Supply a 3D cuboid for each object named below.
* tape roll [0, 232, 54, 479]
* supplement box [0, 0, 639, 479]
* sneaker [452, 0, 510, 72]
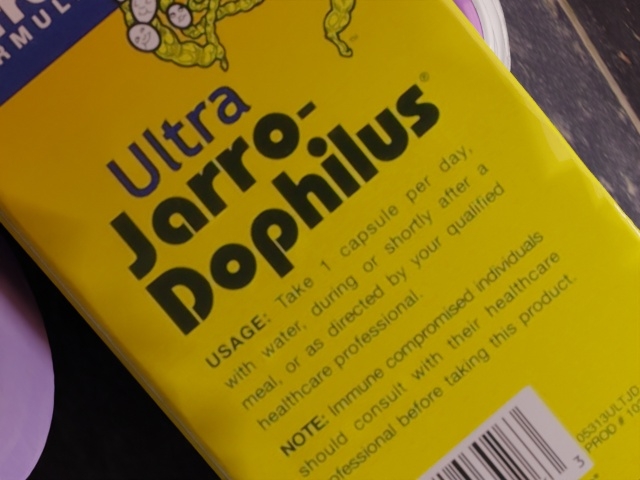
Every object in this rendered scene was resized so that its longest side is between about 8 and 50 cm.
[{"bbox_3d":[-0.193,0.035,0.651,0.189,0.080,0.189,37,32,-27],"label":"tape roll"},{"bbox_3d":[0.000,0.000,0.794,0.356,0.195,0.194,50,-4,-6],"label":"supplement box"},{"bbox_3d":[0.046,-0.213,1.310,0.305,0.114,0.152,67,16,17],"label":"sneaker"}]
